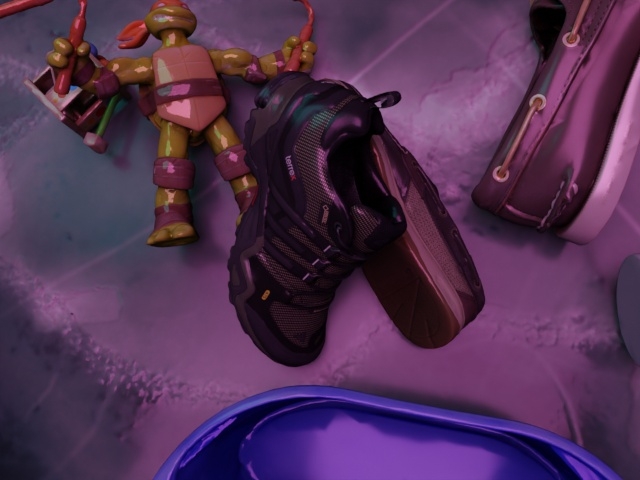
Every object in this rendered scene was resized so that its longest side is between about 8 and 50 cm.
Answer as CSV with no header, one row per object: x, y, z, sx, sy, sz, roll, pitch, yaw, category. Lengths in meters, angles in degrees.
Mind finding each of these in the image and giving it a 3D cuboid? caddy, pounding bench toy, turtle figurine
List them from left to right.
-0.196,-0.123,0.581,0.083,0.052,0.065,44,86,11,pounding bench toy
-0.119,-0.107,0.546,0.270,0.087,0.217,-10,85,-26,turtle figurine
0.048,0.224,0.434,0.341,0.179,0.241,9,82,6,caddy

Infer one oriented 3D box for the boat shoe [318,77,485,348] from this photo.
0.057,-0.026,0.532,0.073,0.080,0.223,-22,83,-43,boat shoe

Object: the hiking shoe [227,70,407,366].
0.000,0.000,0.479,0.114,0.086,0.226,20,117,37,hiking shoe

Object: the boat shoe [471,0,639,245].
0.208,-0.163,0.524,0.097,0.116,0.324,18,88,5,boat shoe

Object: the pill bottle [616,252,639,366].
0.319,0.044,0.476,0.187,0.112,0.112,-4,79,5,pill bottle
